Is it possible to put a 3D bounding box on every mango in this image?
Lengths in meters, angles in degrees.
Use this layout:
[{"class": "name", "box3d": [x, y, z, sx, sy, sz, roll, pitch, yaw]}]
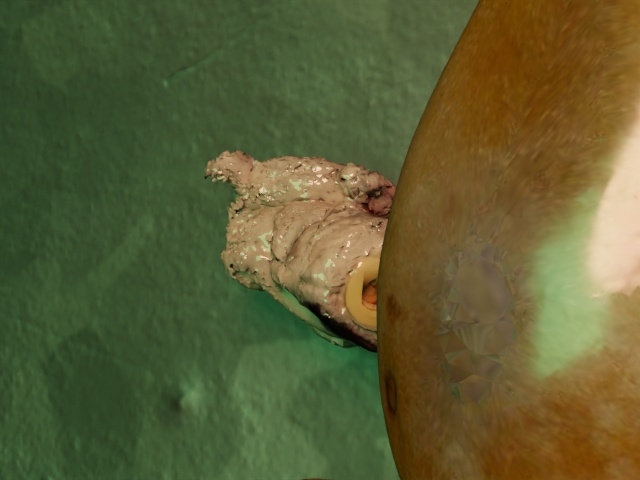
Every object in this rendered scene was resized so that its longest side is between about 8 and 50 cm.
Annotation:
[{"class": "mango", "box3d": [0.138, -0.019, 0.763, 0.221, 0.199, 0.383, 3, 88, 39]}]

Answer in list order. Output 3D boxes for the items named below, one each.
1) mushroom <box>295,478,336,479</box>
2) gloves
[{"class": "mushroom", "box3d": [0.008, 0.250, 0.807, 0.278, 0.146, 0.278, 34, 130, 56]}, {"class": "gloves", "box3d": [0.008, 0.005, 0.891, 0.144, 0.110, 0.094, 36, 95, 43]}]
